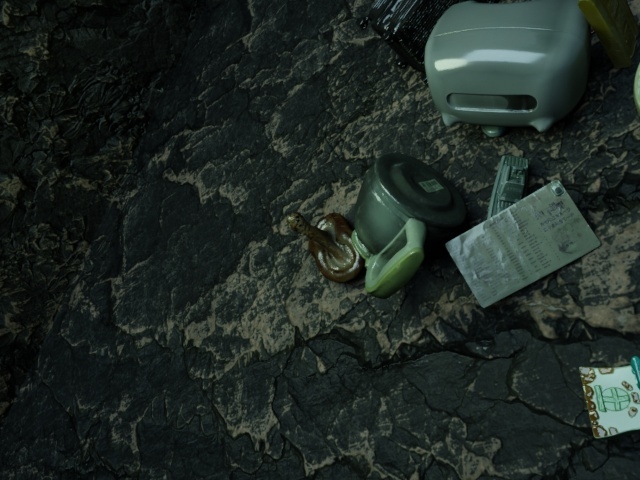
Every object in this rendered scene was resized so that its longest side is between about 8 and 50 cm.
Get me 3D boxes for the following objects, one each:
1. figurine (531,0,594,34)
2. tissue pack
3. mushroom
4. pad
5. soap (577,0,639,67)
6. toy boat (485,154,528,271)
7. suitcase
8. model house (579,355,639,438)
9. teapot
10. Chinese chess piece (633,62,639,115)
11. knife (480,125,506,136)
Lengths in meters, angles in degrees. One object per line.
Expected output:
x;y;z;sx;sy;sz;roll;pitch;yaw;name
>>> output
0.519;-0.556;1.153;0.183;0.226;0.160;-30;57;28;figurine
0.396;-0.373;1.155;0.332;0.229;0.236;11;68;31;tissue pack
0.000;0.000;1.371;0.148;0.217;0.227;-51;48;11;mushroom
0.409;0.009;1.093;0.264;0.009;0.160;-32;77;15;pad
0.568;-0.443;1.047;0.037;0.252;0.092;7;78;46;soap
0.399;-0.059;1.141;0.078;0.085;0.261;11;79;9;toy boat
0.291;-0.614;1.369;0.335;0.229;0.152;-51;48;13;suitcase
0.531;0.266;0.890;0.148;0.100;0.127;-19;62;32;model house
0.194;-0.018;1.218;0.239;0.239;0.322;-59;39;37;teapot
0.700;-0.287;0.947;0.250;0.101;0.251;-13;72;43;Chinese chess piece
0.409;-0.342;1.294;0.064;0.031;0.222;-12;61;21;knife
